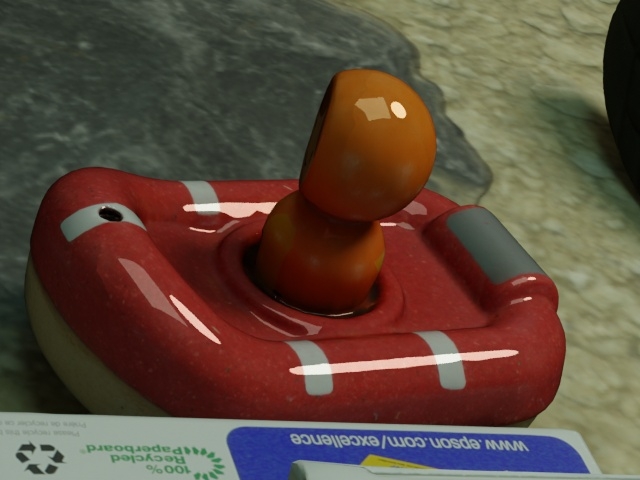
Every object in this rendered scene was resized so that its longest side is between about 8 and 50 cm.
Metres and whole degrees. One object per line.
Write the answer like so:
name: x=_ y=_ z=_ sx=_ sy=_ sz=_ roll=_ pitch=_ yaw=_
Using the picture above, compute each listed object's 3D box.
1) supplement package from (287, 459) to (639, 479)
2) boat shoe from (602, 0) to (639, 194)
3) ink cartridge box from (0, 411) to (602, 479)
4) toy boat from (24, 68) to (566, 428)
supplement package: x=0.129 y=0.158 z=0.359 sx=0.261 sy=0.145 sz=0.204 roll=3 pitch=22 yaw=-18
boat shoe: x=0.266 y=-0.031 z=0.945 sx=0.120 sy=0.123 sz=0.324 roll=4 pitch=42 yaw=-32
ink cartridge box: x=-0.004 y=0.172 z=0.515 sx=0.303 sy=0.072 sz=0.307 roll=5 pitch=36 yaw=-23
toy boat: x=0.000 y=0.000 z=0.702 sx=0.231 sy=0.151 sz=0.151 roll=-2 pitch=36 yaw=-31
